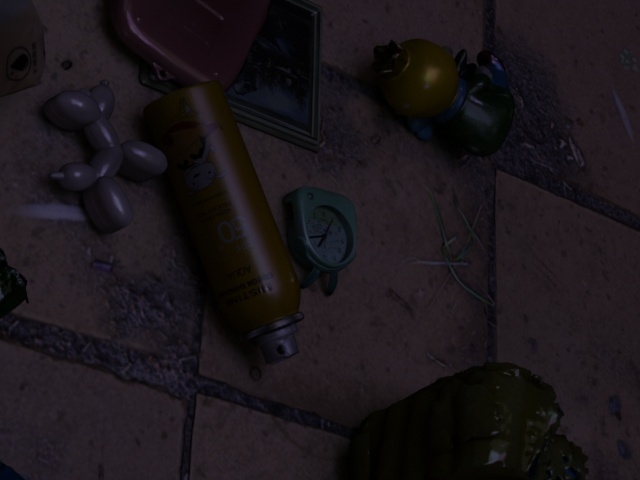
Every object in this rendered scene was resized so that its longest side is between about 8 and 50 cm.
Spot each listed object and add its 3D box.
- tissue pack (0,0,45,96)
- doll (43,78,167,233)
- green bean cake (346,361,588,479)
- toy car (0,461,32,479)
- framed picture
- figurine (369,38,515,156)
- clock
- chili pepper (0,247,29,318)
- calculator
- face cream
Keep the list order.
[{"bbox_3d":[-0.486,-0.296,1.676,0.390,0.195,0.375,-28,106,-45],"label":"tissue pack"},{"bbox_3d":[-0.261,-0.109,1.887,0.160,0.059,0.161,45,49,-22],"label":"doll"},{"bbox_3d":[0.221,0.275,2.015,0.310,0.285,0.202,29,51,-33],"label":"green bean cake"},{"bbox_3d":[-0.355,0.337,1.547,0.198,0.166,0.314,55,45,-15],"label":"toy car"},{"bbox_3d":[-0.107,-0.263,2.118,0.296,0.019,0.232,18,62,-36],"label":"framed picture"},{"bbox_3d":[0.170,-0.234,2.297,0.234,0.127,0.185,27,51,-20],"label":"figurine"},{"bbox_3d":[0.000,0.000,2.094,0.101,0.041,0.135,16,64,-38],"label":"clock"},{"bbox_3d":[-0.403,0.096,1.675,0.088,0.059,0.227,57,47,-16],"label":"chili pepper"},{"bbox_3d":[-0.154,-0.334,2.059,0.220,0.048,0.329,34,56,-29],"label":"calculator"},{"bbox_3d":[-0.107,-0.016,1.957,0.105,0.105,0.348,-19,87,-45],"label":"face cream"}]
